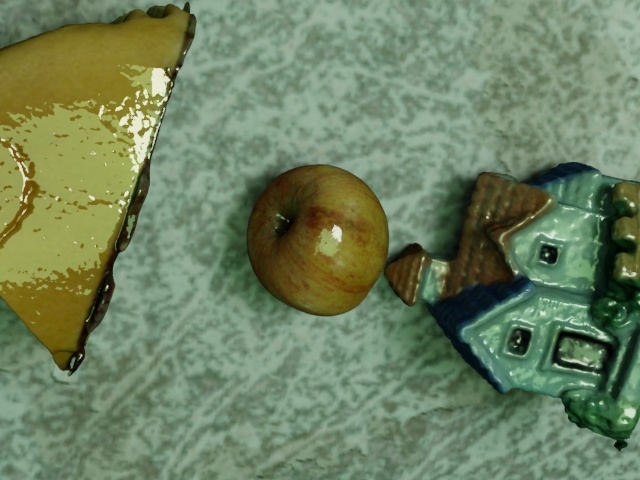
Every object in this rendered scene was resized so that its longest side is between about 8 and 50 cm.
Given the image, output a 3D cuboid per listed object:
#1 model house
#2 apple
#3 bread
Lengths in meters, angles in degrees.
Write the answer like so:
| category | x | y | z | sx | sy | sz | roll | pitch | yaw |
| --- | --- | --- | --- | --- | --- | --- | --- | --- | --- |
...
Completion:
| category | x | y | z | sx | sy | sz | roll | pitch | yaw |
| --- | --- | --- | --- | --- | --- | --- | --- | --- | --- |
| model house | 0.115 | 0.024 | 0.704 | 0.148 | 0.119 | 0.148 | 12 | 102 | -7 |
| apple | 0.000 | 0.000 | 0.685 | 0.071 | 0.084 | 0.084 | 18 | 101 | -44 |
| bread | -0.119 | -0.027 | 0.623 | 0.169 | 0.140 | 0.160 | -22 | 102 | -7 |
